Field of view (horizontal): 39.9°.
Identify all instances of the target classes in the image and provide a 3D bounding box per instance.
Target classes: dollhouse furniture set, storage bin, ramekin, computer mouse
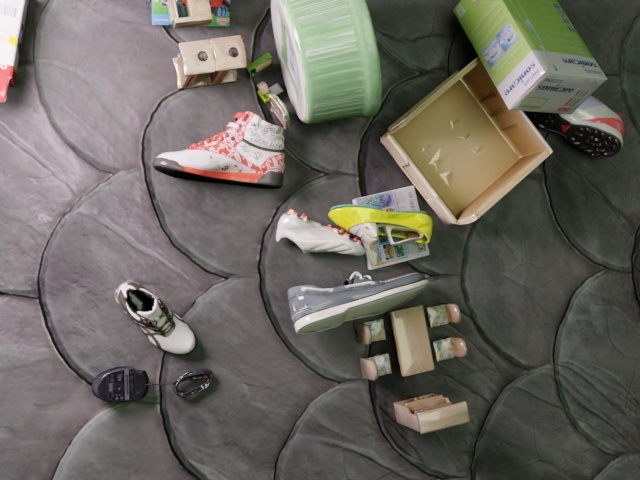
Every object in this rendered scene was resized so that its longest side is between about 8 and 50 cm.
[{"bbox_3d":[0.209,0.261,1.835,0.212,0.161,0.242,-11,90,-15],"label":"dollhouse furniture set"},{"bbox_3d":[0.310,-0.209,1.907,0.260,0.123,0.262,-41,98,-14],"label":"storage bin"},{"bbox_3d":[0.004,-0.378,1.748,0.148,0.303,0.304,-15,91,-8],"label":"ramekin"},{"bbox_3d":[-0.333,0.281,1.757,0.242,0.041,0.071,1,96,-22],"label":"computer mouse"},{"bbox_3d":[-0.089,-0.308,1.816,0.058,0.076,0.152,-33,75,-9],"label":"dollhouse furniture set"},{"bbox_3d":[-0.232,-0.414,1.766,0.128,0.129,0.184,-10,90,-16],"label":"dollhouse furniture set"}]

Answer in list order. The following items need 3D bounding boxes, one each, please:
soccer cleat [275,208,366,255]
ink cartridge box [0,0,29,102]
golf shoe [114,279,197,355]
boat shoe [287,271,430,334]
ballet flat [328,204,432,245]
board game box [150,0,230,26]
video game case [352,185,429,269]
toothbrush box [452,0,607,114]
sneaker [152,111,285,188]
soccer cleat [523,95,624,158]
[{"bbox_3d":[0.000,0.000,1.847,0.196,0.068,0.076,22,97,-12],"label":"soccer cleat"},{"bbox_3d":[-0.643,-0.380,1.679,0.134,0.078,0.231,10,85,-14],"label":"ink cartridge box"},{"bbox_3d":[-0.323,0.158,1.733,0.198,0.094,0.077,41,77,-11],"label":"golf shoe"},{"bbox_3d":[0.080,0.105,1.835,0.319,0.116,0.099,-15,67,-22],"label":"boat shoe"},{"bbox_3d":[0.131,-0.028,1.849,0.230,0.077,0.077,4,66,-17],"label":"ballet flat"},{"bbox_3d":[-0.258,-0.538,1.761,0.160,0.039,0.212,-3,118,-15],"label":"board game box"},{"bbox_3d":[0.153,-0.028,1.909,0.143,0.019,0.157,-14,92,-15],"label":"video game case"},{"bbox_3d":[0.440,-0.416,1.864,0.206,0.122,0.283,-3,58,-37],"label":"toothbrush box"},{"bbox_3d":[-0.200,-0.191,1.786,0.270,0.090,0.145,6,85,-18],"label":"sneaker"},{"bbox_3d":[0.547,-0.305,1.999,0.318,0.109,0.116,27,55,-7],"label":"soccer cleat"}]
